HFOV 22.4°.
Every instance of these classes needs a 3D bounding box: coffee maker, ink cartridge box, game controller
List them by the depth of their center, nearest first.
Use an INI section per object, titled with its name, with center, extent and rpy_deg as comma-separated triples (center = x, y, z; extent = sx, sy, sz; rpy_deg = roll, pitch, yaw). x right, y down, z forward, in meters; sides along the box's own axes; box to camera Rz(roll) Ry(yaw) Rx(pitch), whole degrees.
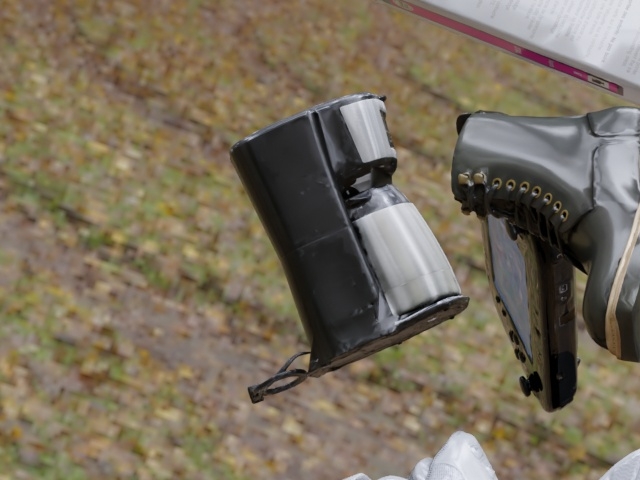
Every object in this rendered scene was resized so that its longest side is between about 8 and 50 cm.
[coffee maker]
center = 0.000, 0.000, 1.183
extent = 0.171, 0.178, 0.120
rpy_deg = -21, -11, -19
[ink cartridge box]
center = 0.211, -0.209, 1.204
extent = 0.371, 0.176, 0.069
rpy_deg = 24, -6, 16
[game controller]
center = 0.181, 0.023, 1.454
extent = 0.067, 0.319, 0.166
rpy_deg = -26, 55, -9

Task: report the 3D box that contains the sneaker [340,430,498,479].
[sneaker]
center = 0.154, 0.253, 1.186
extent = 0.366, 0.137, 0.210
rpy_deg = 12, 37, -52

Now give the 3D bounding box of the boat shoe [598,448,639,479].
[boat shoe]
center = 0.290, 0.365, 1.617
extent = 0.121, 0.335, 0.119
rpy_deg = 22, -7, 27

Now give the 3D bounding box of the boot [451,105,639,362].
[boot]
center = 0.126, -0.007, 0.897
extent = 0.137, 0.077, 0.198
rpy_deg = 2, 33, 16
